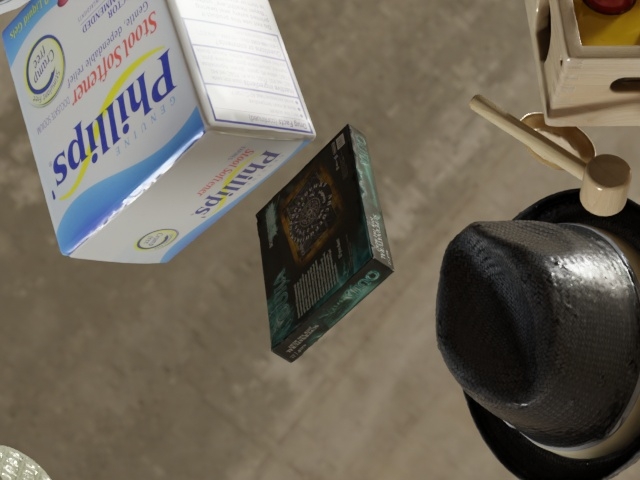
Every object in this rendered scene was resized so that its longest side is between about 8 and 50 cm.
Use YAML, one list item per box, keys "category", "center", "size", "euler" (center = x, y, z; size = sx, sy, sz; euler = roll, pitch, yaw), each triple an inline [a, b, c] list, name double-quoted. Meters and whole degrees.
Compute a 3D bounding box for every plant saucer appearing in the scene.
- category: "plant saucer"
  center: [0.231, -0.094, 1.702]
  size: [0.083, 0.083, 0.015]
  euler: [-68, -177, -51]

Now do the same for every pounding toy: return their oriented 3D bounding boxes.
- category: "pounding toy"
  center: [0.201, -0.127, 1.227]
  size: [0.094, 0.181, 0.206]
  euler: [99, -11, -58]

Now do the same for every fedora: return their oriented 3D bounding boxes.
- category: "fedora"
  center: [0.216, 0.083, 1.733]
  size: [0.334, 0.152, 0.334]
  euler: [-23, -123, 41]

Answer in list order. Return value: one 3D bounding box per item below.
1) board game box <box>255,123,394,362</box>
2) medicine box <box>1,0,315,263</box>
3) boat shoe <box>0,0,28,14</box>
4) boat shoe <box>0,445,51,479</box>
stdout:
- category: "board game box"
  center: [0.000, 0.000, 1.445]
  size: [0.126, 0.026, 0.186]
  euler: [-43, -149, 25]
- category: "medicine box"
  center: [-0.176, -0.163, 1.787]
  size: [0.263, 0.149, 0.289]
  euler: [-38, -120, 38]
- category: "boat shoe"
  center: [-0.119, -0.246, 0.780]
  size: [0.113, 0.105, 0.306]
  euler: [-2, -128, 42]
- category: "boat shoe"
  center: [-0.332, 0.477, 2.099]
  size: [0.156, 0.187, 0.500]
  euler: [-43, -123, 10]
